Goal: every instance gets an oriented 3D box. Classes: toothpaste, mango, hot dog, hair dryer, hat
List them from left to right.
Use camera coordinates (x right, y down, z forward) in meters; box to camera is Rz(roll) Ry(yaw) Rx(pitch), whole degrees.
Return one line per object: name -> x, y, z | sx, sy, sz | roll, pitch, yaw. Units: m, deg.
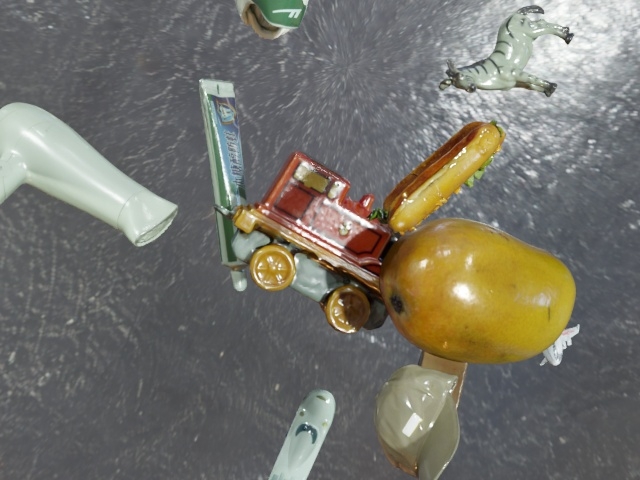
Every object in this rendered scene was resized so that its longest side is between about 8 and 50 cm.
hair dryer -> -0.284, -0.023, 0.804 | 0.206, 0.237, 0.075 | 33, 136, 17
toothpaste -> -0.168, -0.102, 1.589 | 0.061, 0.099, 0.392 | -5, 92, 30
hat -> 0.116, 0.270, 1.148 | 0.144, 0.173, 0.166 | 18, 110, 17
hot dog -> 0.141, -0.070, 1.016 | 0.188, 0.072, 0.055 | -42, 107, 8
mango -> 0.240, 0.078, 1.285 | 0.317, 0.173, 0.211 | 8, 71, -19

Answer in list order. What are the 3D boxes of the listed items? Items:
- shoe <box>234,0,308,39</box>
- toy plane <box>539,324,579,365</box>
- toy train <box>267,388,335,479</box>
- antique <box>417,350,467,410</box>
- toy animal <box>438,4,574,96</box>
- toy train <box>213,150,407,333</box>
shoe -> -0.077, -0.308, 1.084 | 0.095, 0.265, 0.110 | 6, 95, -18
toy plane -> 0.448, 0.181, 1.717 | 0.162, 0.171, 0.065 | 19, 137, -17
toy train -> -0.036, 0.299, 1.152 | 0.052, 0.051, 0.233 | 24, 117, 4
antique -> 0.222, 0.238, 1.584 | 0.087, 0.093, 0.309 | 13, 79, 4
toy animal -> 0.304, -0.299, 1.395 | 0.176, 0.073, 0.217 | 22, 69, 7
toy train -> 0.000, 0.000, 1.451 | 0.369, 0.163, 0.231 | 29, 93, -9
